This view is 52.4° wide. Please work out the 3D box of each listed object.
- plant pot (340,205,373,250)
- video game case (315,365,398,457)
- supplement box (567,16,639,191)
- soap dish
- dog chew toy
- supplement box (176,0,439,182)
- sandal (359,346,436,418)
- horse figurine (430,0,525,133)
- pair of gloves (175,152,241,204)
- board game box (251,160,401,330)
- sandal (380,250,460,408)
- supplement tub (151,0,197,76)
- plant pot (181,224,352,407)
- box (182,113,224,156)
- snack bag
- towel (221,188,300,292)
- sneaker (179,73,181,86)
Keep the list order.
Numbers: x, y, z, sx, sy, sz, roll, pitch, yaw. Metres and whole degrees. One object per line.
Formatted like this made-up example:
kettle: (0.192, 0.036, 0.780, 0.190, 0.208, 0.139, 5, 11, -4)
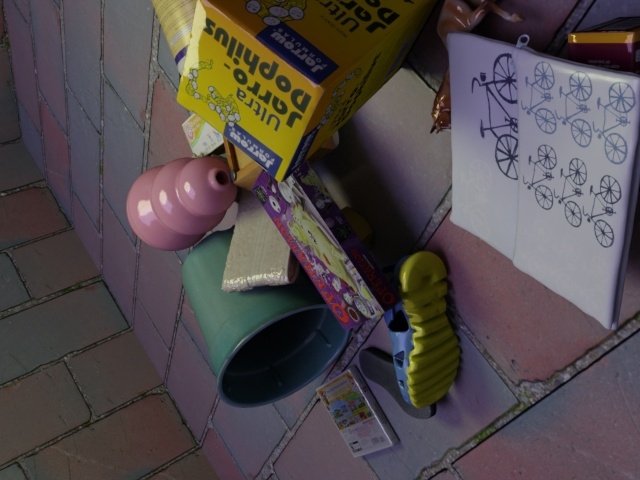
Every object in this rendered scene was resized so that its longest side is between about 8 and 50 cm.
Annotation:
plant pot: (0.060, -0.007, 1.324, 0.083, 0.081, 0.081, 28, 133, 31)
video game case: (0.086, 0.434, 1.630, 0.206, 0.026, 0.227, 59, 149, 11)
supplement box: (0.351, -0.155, 0.755, 0.081, 0.104, 0.188, 22, 128, 51)
soap dish: (-0.099, -0.240, 1.311, 0.291, 0.118, 0.229, -24, 77, 54)
dog chew toy: (-0.304, -0.095, 1.479, 0.332, 0.207, 0.206, -20, 93, 49)
supplement box: (-0.004, -0.287, 0.923, 0.194, 0.356, 0.195, 38, 144, 5)
sandal: (0.169, 0.290, 1.392, 0.254, 0.054, 0.097, 31, 128, 57)
horse figurine: (0.221, -0.273, 0.911, 0.174, 0.066, 0.263, 18, 130, 47)
pair of gloves: (-0.258, -0.149, 1.624, 0.204, 0.042, 0.240, 30, 159, -27)
board game box: (0.000, 0.000, 1.222, 0.347, 0.056, 0.208, 56, 160, 5)
sandal: (0.176, 0.164, 1.234, 0.138, 0.126, 0.317, 16, 115, 56)
supplement tub: (-0.210, -0.494, 1.248, 0.241, 0.241, 0.331, -12, 100, 58)
plant pot: (-0.155, 0.158, 1.550, 0.334, 0.341, 0.341, 53, 147, 36)
box: (-0.236, -0.273, 1.557, 0.203, 0.114, 0.103, -16, 96, 60)
snack bag: (0.259, -0.094, 0.831, 0.342, 0.037, 0.323, 45, 151, 52)
towel: (-0.114, -0.022, 1.409, 0.187, 0.282, 0.049, -12, 146, 34)
sneaker: (-0.304, -0.470, 1.548, 0.147, 0.105, 0.295, 49, 139, 29)
